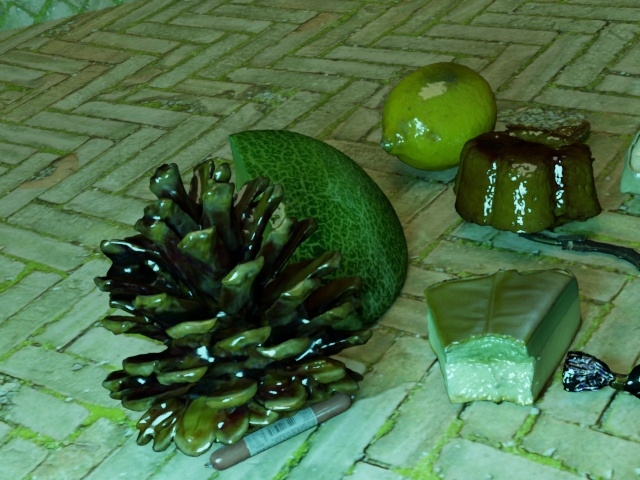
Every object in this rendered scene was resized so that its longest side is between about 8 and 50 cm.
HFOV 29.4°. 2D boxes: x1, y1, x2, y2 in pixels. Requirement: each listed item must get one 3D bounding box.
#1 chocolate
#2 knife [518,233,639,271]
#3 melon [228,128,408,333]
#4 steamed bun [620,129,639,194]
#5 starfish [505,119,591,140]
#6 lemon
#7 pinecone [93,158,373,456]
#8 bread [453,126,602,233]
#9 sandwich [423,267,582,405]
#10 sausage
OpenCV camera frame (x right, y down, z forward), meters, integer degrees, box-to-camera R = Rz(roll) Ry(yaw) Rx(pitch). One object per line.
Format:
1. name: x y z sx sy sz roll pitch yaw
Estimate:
1. chocolate: 0.379 0.172 1.532 0.147 0.072 0.070 3 35 35
2. knife: 0.402 0.006 1.866 0.222 0.021 0.045 18 43 40
3. melon: 0.000 0.000 1.884 0.226 0.331 0.343 -48 37 11
4. steamed bun: 0.604 -0.143 1.965 0.231 0.110 0.212 1 48 15
5. starfish: 0.389 -0.171 2.166 0.240 0.043 0.227 -25 32 -28
6. lemon: 0.210 -0.217 2.166 0.256 0.188 0.188 -27 32 -29
7. pinecone: -0.125 0.070 1.558 0.384 0.384 0.384 -9 29 5
8. bread: 0.332 -0.096 1.957 0.232 0.135 0.247 -11 22 -26
9. sandwich: 0.261 0.126 1.616 0.220 0.108 0.186 -10 29 -3
10. sausage: -0.051 0.247 1.593 0.223 0.029 0.029 -23 31 -20
